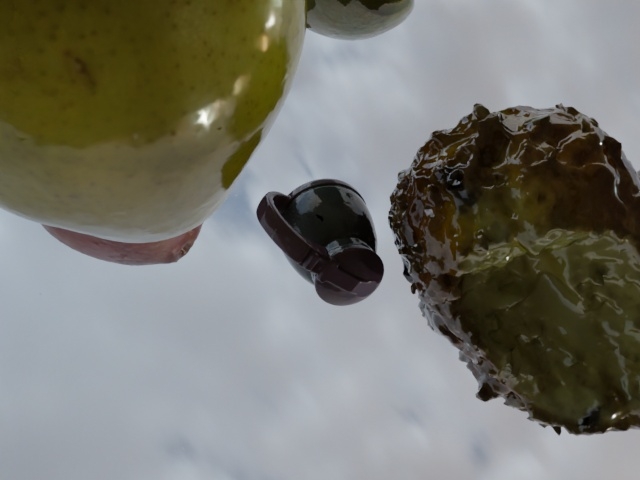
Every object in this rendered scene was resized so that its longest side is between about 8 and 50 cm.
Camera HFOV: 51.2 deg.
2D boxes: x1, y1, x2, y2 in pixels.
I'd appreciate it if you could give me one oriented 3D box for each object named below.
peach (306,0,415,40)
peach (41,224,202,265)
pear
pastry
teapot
[{"bbox_3d":[0.034,-0.407,0.840,0.292,0.292,0.247,43,-136,-14],"label":"peach"},{"bbox_3d":[-0.301,-0.135,0.966,0.372,0.372,0.290,45,-127,-13],"label":"peach"},{"bbox_3d":[-0.190,-0.184,0.546,0.362,0.418,0.362,-1,-132,1],"label":"pear"},{"bbox_3d":[0.245,0.015,0.764,0.292,0.337,0.405,-34,-69,24],"label":"pastry"},{"bbox_3d":[0.009,-0.004,0.752,0.116,0.146,0.148,-29,-51,1],"label":"teapot"}]
